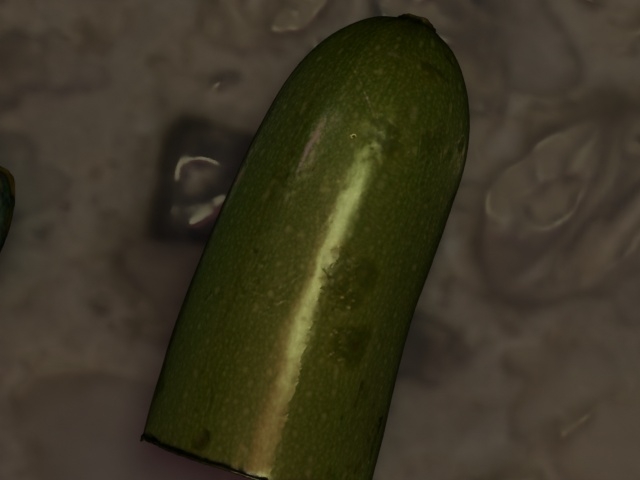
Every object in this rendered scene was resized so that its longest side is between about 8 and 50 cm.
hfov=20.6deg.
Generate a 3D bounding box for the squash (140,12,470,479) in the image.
[{"bbox_3d":[0.000,0.000,0.668,0.095,0.095,0.188,17,87,0],"label":"squash"}]

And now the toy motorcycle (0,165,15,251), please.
[{"bbox_3d":[-0.202,-0.041,0.672,0.130,0.094,0.229,-31,77,-4],"label":"toy motorcycle"}]
